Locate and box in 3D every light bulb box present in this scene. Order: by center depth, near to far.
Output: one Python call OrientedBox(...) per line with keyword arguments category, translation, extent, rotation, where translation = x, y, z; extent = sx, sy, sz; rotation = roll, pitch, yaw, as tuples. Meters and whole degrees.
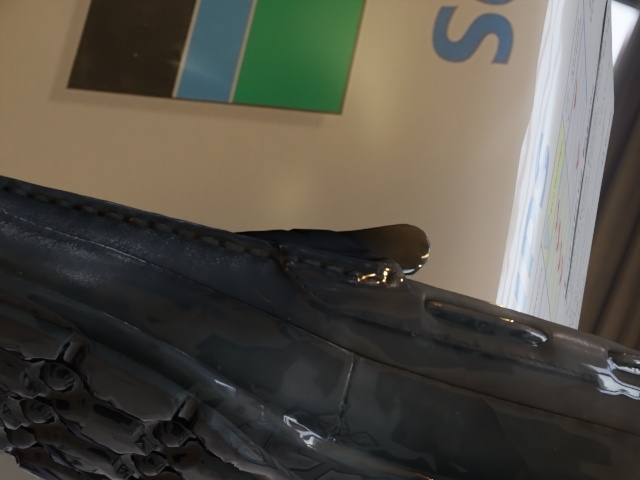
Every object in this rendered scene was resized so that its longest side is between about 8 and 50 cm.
OrientedBox(category="light bulb box", translation=(0.000, 0.000, 0.729), extent=(0.225, 0.358, 0.361), rotation=(7, -20, 14))

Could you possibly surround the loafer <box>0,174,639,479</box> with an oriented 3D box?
OrientedBox(category="loafer", translation=(-0.001, 0.031, 0.376), extent=(0.223, 0.078, 0.076), rotation=(22, -35, -12))
